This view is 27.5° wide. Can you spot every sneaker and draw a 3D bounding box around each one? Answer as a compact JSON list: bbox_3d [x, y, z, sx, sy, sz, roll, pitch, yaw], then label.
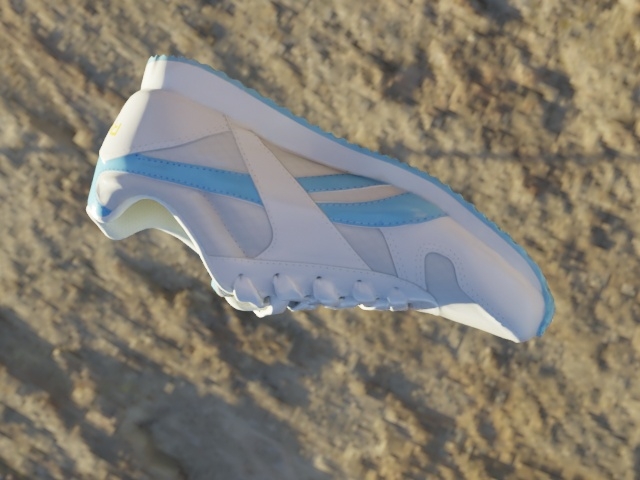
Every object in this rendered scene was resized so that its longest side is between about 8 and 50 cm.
[{"bbox_3d":[0.000,0.000,0.622,0.229,0.092,0.087,25,170,10],"label":"sneaker"}]
